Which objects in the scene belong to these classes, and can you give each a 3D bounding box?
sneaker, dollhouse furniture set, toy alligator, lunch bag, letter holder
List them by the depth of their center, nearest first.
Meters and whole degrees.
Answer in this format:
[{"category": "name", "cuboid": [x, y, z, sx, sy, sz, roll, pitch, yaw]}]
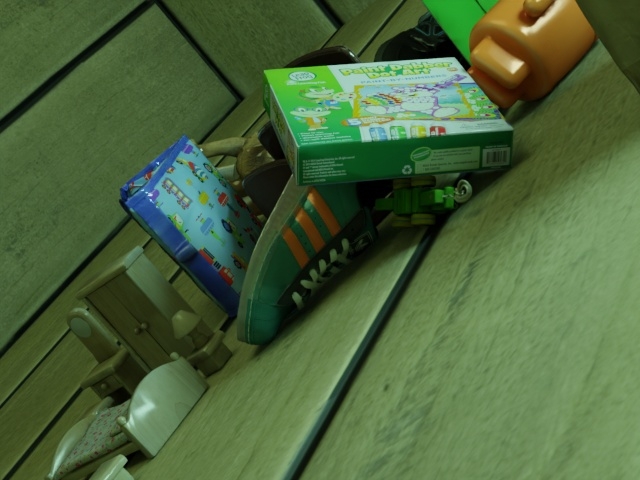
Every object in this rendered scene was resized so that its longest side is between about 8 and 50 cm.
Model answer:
[{"category": "toy alligator", "cuboid": [0.131, -0.045, 1.596, 0.051, 0.056, 0.190, 4, -6, -31]}, {"category": "sneaker", "cuboid": [0.000, 0.000, 1.692, 0.108, 0.121, 0.302, 75, -141, -73]}, {"category": "dollhouse furniture set", "cuboid": [-0.302, 0.190, 1.764, 0.303, 0.174, 0.355, -31, 14, 40]}, {"category": "letter holder", "cuboid": [-0.008, -0.129, 1.931, 0.152, 0.214, 0.302, -44, 12, -18]}, {"category": "lunch bag", "cuboid": [-0.179, -0.011, 2.015, 0.138, 0.221, 0.293, -40, 11, 5]}, {"category": "sneaker", "cuboid": [0.191, -0.305, 2.200, 0.140, 0.125, 0.341, -25, 20, 37]}]

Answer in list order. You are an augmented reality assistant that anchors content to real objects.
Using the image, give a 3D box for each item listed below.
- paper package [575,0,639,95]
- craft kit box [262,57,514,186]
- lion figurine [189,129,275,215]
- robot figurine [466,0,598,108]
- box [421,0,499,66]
[{"category": "paper package", "cuboid": [0.428, -0.328, 1.403, 0.309, 0.168, 0.325, -32, 13, 29]}, {"category": "craft kit box", "cuboid": [0.073, -0.145, 1.647, 0.250, 0.061, 0.246, -5, 25, -10]}, {"category": "lion figurine", "cuboid": [-0.096, -0.103, 2.294, 0.240, 0.142, 0.392, -6, 0, -8]}, {"category": "robot figurine", "cuboid": [0.273, -0.262, 1.757, 0.219, 0.158, 0.128, -46, 34, -23]}, {"category": "box", "cuboid": [0.210, -0.363, 2.007, 0.127, 0.262, 0.231, -37, 11, 13]}]
